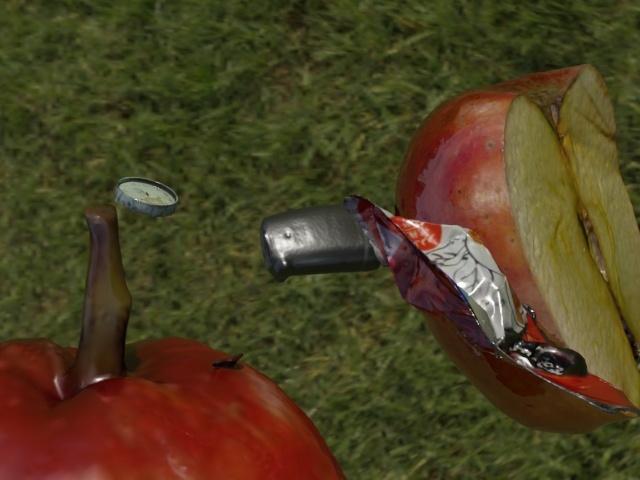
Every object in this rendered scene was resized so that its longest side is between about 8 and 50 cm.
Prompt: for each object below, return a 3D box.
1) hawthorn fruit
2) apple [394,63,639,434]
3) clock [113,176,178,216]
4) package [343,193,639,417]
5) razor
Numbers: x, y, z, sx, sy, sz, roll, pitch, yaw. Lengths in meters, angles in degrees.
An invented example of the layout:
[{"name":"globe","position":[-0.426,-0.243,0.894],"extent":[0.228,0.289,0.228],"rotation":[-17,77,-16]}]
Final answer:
[{"name":"hawthorn fruit","position":[-0.079,0.119,0.465],"extent":[0.230,0.210,0.266],"rotation":[8,112,-5]},{"name":"apple","position":[0.233,0.006,1.315],"extent":[0.295,0.329,0.365],"rotation":[14,128,68]},{"name":"clock","position":[-0.224,-0.057,1.679],"extent":[0.085,0.085,0.017],"rotation":[30,114,24]},{"name":"package","position":[0.132,0.057,0.978],"extent":[0.269,0.194,0.071],"rotation":[46,109,26]},{"name":"razor","position":[0.000,0.000,1.596],"extent":[0.054,0.148,0.090],"rotation":[112,148,-55]}]
